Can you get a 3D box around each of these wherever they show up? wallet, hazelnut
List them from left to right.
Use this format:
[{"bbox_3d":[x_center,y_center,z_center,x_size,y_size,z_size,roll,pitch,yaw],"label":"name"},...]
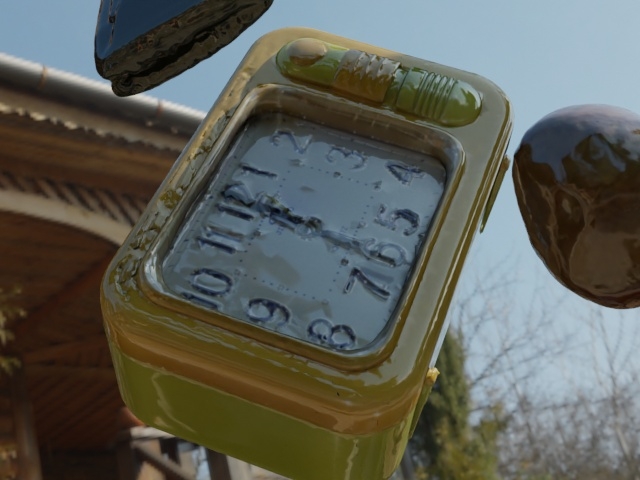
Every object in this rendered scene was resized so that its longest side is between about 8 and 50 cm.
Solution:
[{"bbox_3d":[-0.095,-0.234,0.721,0.168,0.245,0.052,-23,-36,33],"label":"wallet"},{"bbox_3d":[0.293,-0.043,0.964,0.210,0.210,0.186,-11,-14,-10],"label":"hazelnut"}]

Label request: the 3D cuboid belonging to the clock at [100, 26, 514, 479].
[{"bbox_3d":[0.000,0.000,0.464,0.143,0.202,0.096,19,-37,8],"label":"clock"}]
